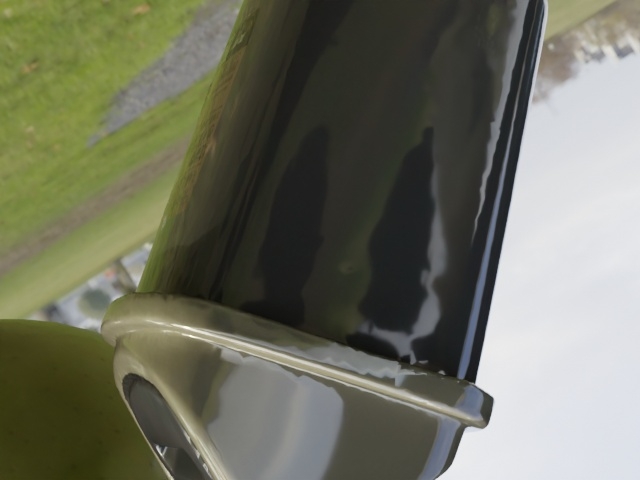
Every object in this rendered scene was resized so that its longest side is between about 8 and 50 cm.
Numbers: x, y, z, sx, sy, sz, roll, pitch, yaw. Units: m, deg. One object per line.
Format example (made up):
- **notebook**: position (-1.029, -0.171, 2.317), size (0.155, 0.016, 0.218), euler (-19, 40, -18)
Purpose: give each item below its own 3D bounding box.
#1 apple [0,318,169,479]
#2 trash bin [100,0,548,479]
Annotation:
- **apple**: position (-0.233, 0.226, 0.820), size (0.357, 0.357, 0.357), euler (-32, -176, 3)
- **trash bin**: position (0.000, 0.000, 0.577), size (0.209, 0.182, 0.290), euler (149, -41, -72)
